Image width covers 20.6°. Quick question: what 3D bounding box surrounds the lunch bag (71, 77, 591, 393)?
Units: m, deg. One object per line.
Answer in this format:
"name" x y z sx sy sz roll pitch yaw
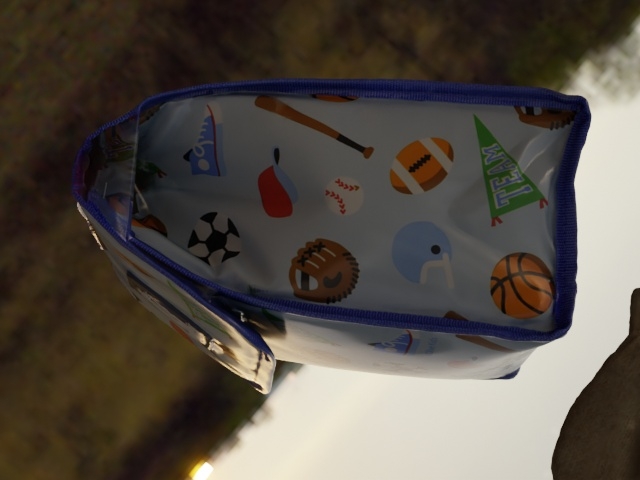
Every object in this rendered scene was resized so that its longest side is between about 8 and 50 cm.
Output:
"lunch bag" 0.000 0.000 1.433 0.328 0.385 0.239 101 -4 -79

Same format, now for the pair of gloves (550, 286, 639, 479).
"pair of gloves" 0.202 0.112 0.685 0.042 0.240 0.204 40 62 -50
